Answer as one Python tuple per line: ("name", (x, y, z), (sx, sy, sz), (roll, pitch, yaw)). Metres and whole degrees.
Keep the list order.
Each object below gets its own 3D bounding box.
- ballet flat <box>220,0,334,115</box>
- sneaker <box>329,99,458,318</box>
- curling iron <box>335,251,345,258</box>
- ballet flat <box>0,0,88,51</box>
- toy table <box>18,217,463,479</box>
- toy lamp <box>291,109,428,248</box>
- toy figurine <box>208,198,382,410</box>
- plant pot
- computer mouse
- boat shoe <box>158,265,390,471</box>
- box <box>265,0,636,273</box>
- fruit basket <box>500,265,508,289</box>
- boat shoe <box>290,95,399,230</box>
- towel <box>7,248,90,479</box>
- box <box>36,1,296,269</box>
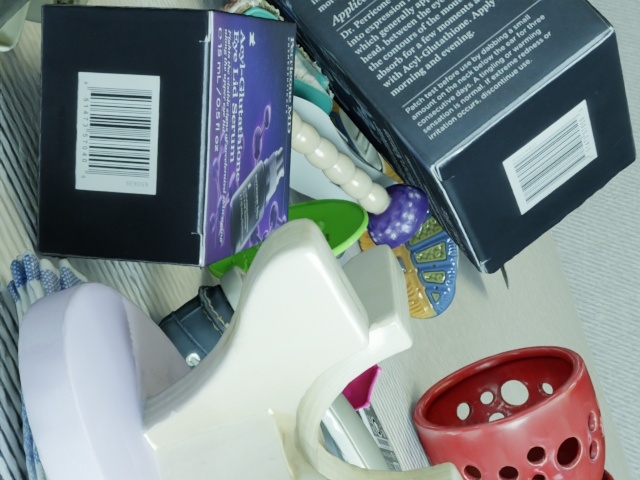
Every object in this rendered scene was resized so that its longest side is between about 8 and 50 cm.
("ballet flat", (-0.061, -0.172, 1.406), (0.077, 0.091, 0.241), (41, -4, 27))
("sneaker", (0.094, -0.050, 1.686), (0.131, 0.112, 0.296), (24, 46, -71))
("curling iron", (0.000, 0.000, 1.389), (0.035, 0.068, 0.274), (63, 9, -10))
("ballet flat", (-0.188, -0.172, 0.890), (0.280, 0.095, 0.096), (-53, 153, -62))
("toy table", (-0.022, 0.114, 0.774), (0.274, 0.161, 0.252), (56, 19, -45))
("toy lamp", (-0.011, -0.090, 1.340), (0.275, 0.080, 0.080), (36, 30, -32))
("toy figurine", (-0.003, 0.074, 1.138), (0.173, 0.130, 0.159), (-95, 167, -68))
("plant pot", (0.215, 0.226, 1.550), (0.191, 0.191, 0.174), (-66, 134, -71))
("computer mouse", (0.017, 0.139, 1.261), (0.193, 0.042, 0.106), (66, 8, 18))
("boat shoe", (-0.021, 0.132, 1.033), (0.254, 0.079, 0.095), (55, 5, -31))
("box", (0.106, -0.210, 1.480), (0.395, 0.212, 0.293), (52, 0, 26))
("fruit basket", (0.212, -0.108, 2.213), (0.353, 0.165, 0.327), (75, -2, -73))
("boat shoe", (-0.005, -0.079, 1.442), (0.219, 0.078, 0.070), (39, 0, -38))
("towel", (-0.101, 0.164, 0.802), (0.209, 0.034, 0.285), (50, 24, -56))
("box", (-0.092, -0.071, 0.938), (0.207, 0.108, 0.153), (-29, 122, -75))
